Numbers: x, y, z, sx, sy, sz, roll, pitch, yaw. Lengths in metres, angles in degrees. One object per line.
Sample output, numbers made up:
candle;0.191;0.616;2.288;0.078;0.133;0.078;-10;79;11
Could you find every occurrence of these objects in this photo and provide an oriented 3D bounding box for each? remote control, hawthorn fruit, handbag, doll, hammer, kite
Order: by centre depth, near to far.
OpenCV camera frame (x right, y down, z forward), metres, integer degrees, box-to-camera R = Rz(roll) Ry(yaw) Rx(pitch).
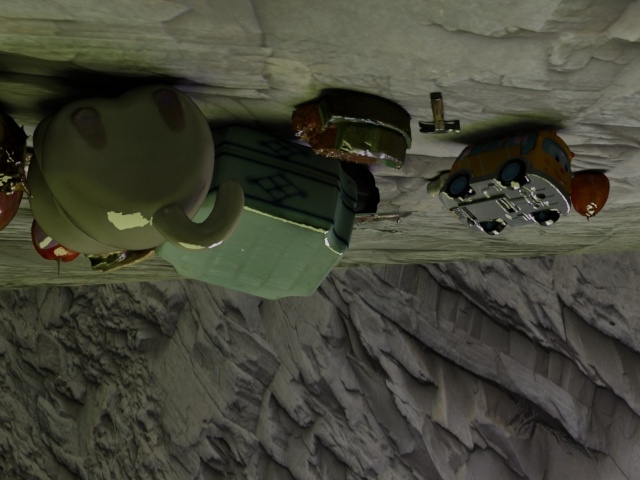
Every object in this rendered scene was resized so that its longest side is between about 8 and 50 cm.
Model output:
doll;-0.273;-0.088;1.336;0.215;0.226;0.370;-32;-162;-26
hammer;0.168;-0.182;1.454;0.062;0.017;0.182;-4;171;9
handbag;-0.029;-0.087;1.828;0.253;0.093;0.308;-4;173;22
kite;0.025;-0.025;1.904;0.368;0.014;0.406;4;171;-36
remote control;0.255;-0.110;1.964;0.074;0.032;0.122;-1;173;-12
hawthorn fruit;0.531;-0.087;1.986;0.081;0.093;0.081;-4;174;0
hawthorn fruit;-0.559;-0.011;2.163;0.125;0.140;0.125;-1;139;-1

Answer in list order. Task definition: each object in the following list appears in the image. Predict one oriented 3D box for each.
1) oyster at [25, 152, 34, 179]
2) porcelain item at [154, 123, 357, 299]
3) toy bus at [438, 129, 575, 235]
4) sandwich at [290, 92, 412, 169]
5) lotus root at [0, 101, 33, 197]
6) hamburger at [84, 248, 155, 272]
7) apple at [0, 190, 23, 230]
oyster;-0.522;-0.103;1.624;0.191;0.081;0.163;0;177;10
porcelain item;-0.103;-0.040;1.583;0.281;0.157;0.286;14;148;-13
toy bus;0.308;-0.102;1.628;0.209;0.136;0.126;-11;139;45
sandwich;0.045;-0.148;1.427;0.159;0.079;0.235;-4;173;12
lotus root;-0.476;-0.134;1.149;0.314;0.141;0.169;12;158;-21
hamburger;-0.374;-0.023;2.040;0.207;0.155;0.135;-9;177;0
apple;-0.485;-0.093;1.330;0.188;0.174;0.188;-1;169;0
